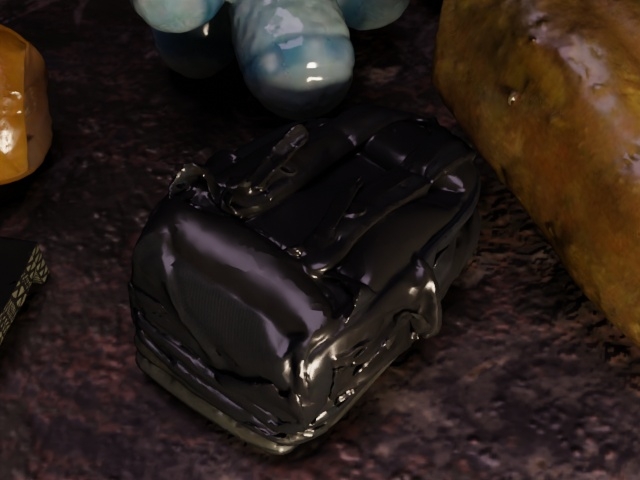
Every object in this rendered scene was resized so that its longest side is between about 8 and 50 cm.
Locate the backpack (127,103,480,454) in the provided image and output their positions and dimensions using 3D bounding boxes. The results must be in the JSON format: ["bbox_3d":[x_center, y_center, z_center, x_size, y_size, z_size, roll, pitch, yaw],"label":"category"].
[{"bbox_3d":[0.000,0.000,0.813,0.206,0.133,0.258,32,53,24],"label":"backpack"}]

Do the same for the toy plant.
[{"bbox_3d":[-0.054,-0.248,0.941,0.247,0.247,0.332,-14,81,-6],"label":"toy plant"}]

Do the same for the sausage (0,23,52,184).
[{"bbox_3d":[-0.386,-0.095,0.926,0.353,0.134,0.116,-2,16,4],"label":"sausage"}]

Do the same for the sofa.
[{"bbox_3d":[-0.238,0.051,0.842,0.060,0.039,0.118,7,52,13],"label":"sofa"}]

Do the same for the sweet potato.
[{"bbox_3d":[0.196,-0.059,0.795,0.157,0.158,0.370,-26,68,-15],"label":"sweet potato"}]
